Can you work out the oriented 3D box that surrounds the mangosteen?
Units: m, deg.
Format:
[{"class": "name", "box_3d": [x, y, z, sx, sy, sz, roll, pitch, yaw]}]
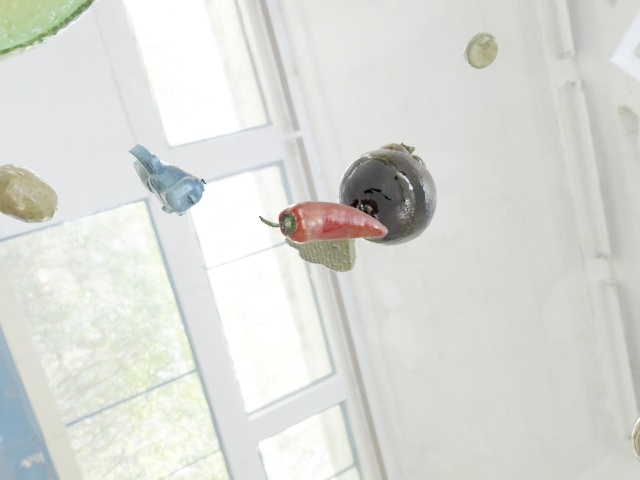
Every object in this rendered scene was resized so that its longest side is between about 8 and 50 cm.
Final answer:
[{"class": "mangosteen", "box_3d": [0.200, -0.129, 1.710, 0.313, 0.296, 0.297, -35, 110, -70]}]

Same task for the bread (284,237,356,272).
[{"class": "bread", "box_3d": [0.000, 0.000, 1.639, 0.287, 0.207, 0.056, 88, 18, -61]}]

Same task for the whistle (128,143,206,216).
[{"class": "whistle", "box_3d": [-0.345, -0.128, 1.292, 0.269, 0.093, 0.180, 24, -34, 43]}]

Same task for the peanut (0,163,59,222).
[{"class": "peanut", "box_3d": [-0.638, -0.099, 1.246, 0.140, 0.109, 0.159, 28, -8, 1]}]

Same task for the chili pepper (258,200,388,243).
[{"class": "chili pepper", "box_3d": [0.007, -0.030, 0.974, 0.063, 0.272, 0.071, -13, -101, 49]}]

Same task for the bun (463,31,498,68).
[{"class": "bun", "box_3d": [0.376, -0.452, 1.374, 0.055, 0.086, 0.086, -110, -161, -44]}]

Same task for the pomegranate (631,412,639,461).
[{"class": "pomegranate", "box_3d": [0.670, 0.371, 1.051, 0.196, 0.196, 0.196, 45, -35, 44]}]

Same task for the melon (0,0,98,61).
[{"class": "melon", "box_3d": [-0.457, -0.345, 0.723, 0.343, 0.331, 0.226, 30, -23, 50]}]
